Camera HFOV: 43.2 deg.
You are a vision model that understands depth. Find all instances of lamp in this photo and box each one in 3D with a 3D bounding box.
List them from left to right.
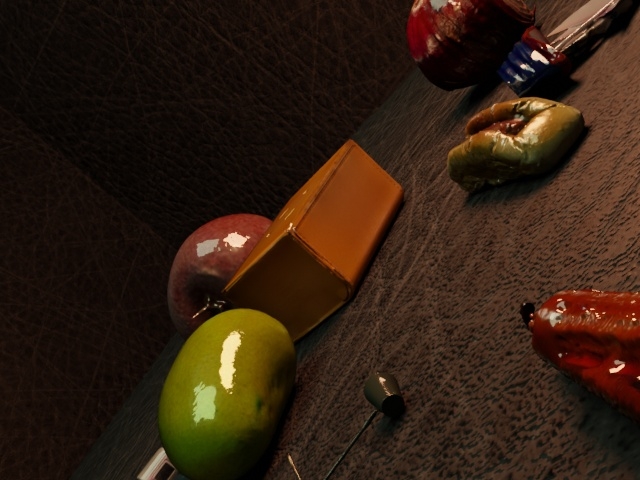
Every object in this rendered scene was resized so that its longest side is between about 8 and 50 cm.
[{"bbox_3d":[0.029,0.169,0.698,0.121,0.041,0.054,-46,16,-1],"label":"lamp"}]

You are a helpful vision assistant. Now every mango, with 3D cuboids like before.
[{"bbox_3d":[-0.122,0.194,1.007,0.185,0.149,0.273,-43,15,28],"label":"mango"}]

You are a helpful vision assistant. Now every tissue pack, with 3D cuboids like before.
[{"bbox_3d":[0.000,0.000,1.277,0.194,0.145,0.274,-45,9,42],"label":"tissue pack"}]

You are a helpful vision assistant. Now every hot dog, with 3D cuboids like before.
[{"bbox_3d":[0.205,-0.110,0.919,0.084,0.073,0.242,-55,8,-7],"label":"hot dog"}]

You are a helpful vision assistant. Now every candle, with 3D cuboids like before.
[{"bbox_3d":[0.160,0.059,0.396,0.084,0.059,0.301,-41,6,-6],"label":"candle"}]

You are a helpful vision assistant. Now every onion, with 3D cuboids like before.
[{"bbox_3d":[0.250,-0.369,1.431,0.206,0.216,0.207,-48,14,33],"label":"onion"}]

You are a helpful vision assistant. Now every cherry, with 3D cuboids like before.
[{"bbox_3d":[-0.144,0.071,1.453,0.307,0.221,0.261,-26,-36,-56],"label":"cherry"}]

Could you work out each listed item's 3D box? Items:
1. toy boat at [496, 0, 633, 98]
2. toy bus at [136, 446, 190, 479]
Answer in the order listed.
[{"bbox_3d":[0.352,-0.304,1.067,0.318,0.072,0.219,-47,10,-4],"label":"toy boat"},{"bbox_3d":[-0.199,0.317,1.097,0.123,0.075,0.060,-53,8,-23],"label":"toy bus"}]
